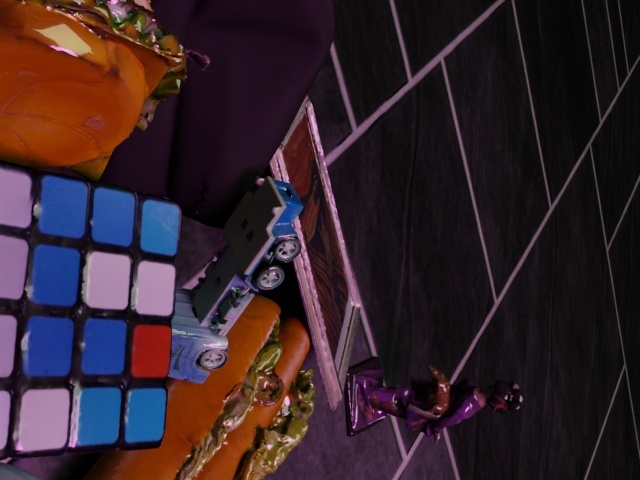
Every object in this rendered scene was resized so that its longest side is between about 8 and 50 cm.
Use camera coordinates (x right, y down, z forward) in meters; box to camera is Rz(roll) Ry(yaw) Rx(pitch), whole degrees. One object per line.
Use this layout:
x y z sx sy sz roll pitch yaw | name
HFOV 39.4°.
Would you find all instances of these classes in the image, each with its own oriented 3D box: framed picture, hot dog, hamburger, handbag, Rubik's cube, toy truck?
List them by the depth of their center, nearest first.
-0.162 -0.103 0.468 0.189 0.164 0.093 14 60 -41 | hamburger
-0.192 0.042 0.528 0.151 0.155 0.154 14 76 -55 | Rubik's cube
-0.083 0.026 0.660 0.081 0.175 0.067 16 32 -38 | toy truck
-0.062 -0.197 0.663 0.342 0.152 0.288 119 -15 -56 | handbag
-0.093 0.167 0.731 0.337 0.100 0.135 -55 132 -43 | hot dog
0.000 0.000 0.894 0.216 0.016 0.274 -71 149 -66 | framed picture

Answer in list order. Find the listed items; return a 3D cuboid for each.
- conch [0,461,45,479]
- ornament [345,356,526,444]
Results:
-0.211 0.181 0.470 0.184 0.221 0.121 -13 59 -22 | conch
0.135 0.180 1.013 0.081 0.203 0.088 -16 101 -65 | ornament
